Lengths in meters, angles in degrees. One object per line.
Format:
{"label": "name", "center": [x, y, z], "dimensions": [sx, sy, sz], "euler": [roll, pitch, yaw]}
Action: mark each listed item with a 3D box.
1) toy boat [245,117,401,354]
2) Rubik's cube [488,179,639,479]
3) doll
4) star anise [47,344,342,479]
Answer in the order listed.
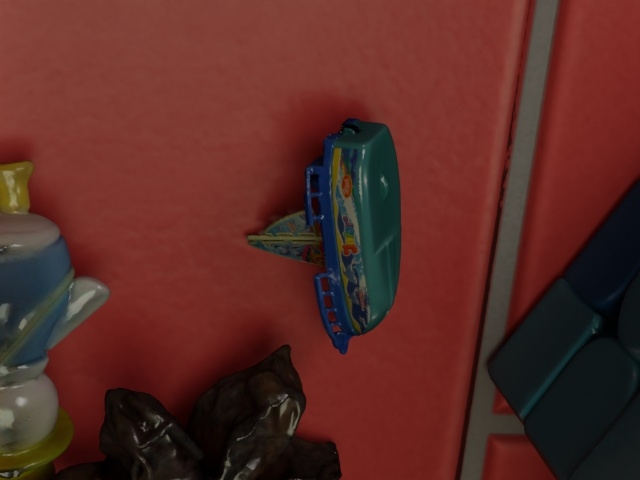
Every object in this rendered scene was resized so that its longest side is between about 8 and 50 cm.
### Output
{"label": "toy boat", "center": [0.000, 0.000, 1.035], "dimensions": [0.110, 0.091, 0.175], "euler": [5, 116, 23]}
{"label": "Rubik's cube", "center": [0.339, 0.106, 1.015], "dimensions": [0.291, 0.292, 0.290], "euler": [34, 101, -19]}
{"label": "doll", "center": [-0.218, 0.068, 0.996], "dimensions": [0.135, 0.098, 0.241], "euler": [-22, 120, -45]}
{"label": "star anise", "center": [-0.085, 0.170, 1.033], "dimensions": [0.220, 0.099, 0.214], "euler": [-39, 142, -2]}
